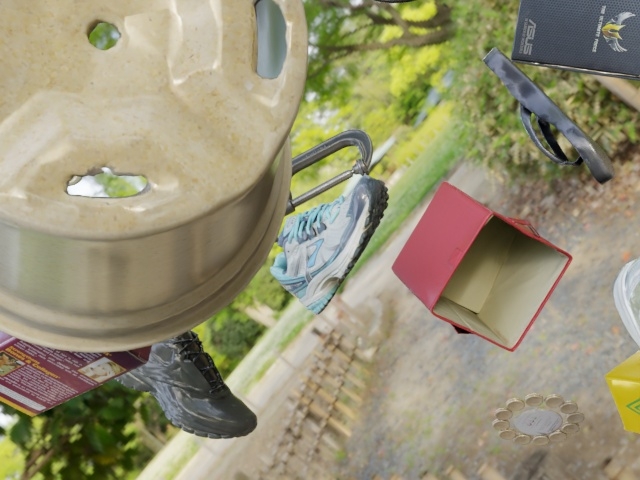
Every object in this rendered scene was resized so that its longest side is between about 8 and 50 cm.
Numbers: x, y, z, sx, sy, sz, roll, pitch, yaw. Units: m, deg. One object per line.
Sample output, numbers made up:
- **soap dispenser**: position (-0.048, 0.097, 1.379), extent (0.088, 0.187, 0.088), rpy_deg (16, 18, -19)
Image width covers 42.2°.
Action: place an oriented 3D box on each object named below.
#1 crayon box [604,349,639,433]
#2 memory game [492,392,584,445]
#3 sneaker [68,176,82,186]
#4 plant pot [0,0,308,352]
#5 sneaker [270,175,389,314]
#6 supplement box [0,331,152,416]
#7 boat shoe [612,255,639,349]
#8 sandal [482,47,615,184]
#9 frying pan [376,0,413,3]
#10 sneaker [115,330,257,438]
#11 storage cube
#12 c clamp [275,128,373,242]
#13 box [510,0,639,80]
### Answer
- **crayon box**: position (0.651, 0.163, 1.173), extent (0.363, 0.106, 0.313), rpy_deg (-27, 11, -25)
- **memory game**: position (0.445, 0.368, 1.699), extent (0.186, 0.186, 0.012), rpy_deg (-50, 23, 39)
- **sneaker**: position (-0.491, -0.125, 1.196), extent (0.331, 0.146, 0.122), rpy_deg (-3, -77, -53)
- **plant pot**: position (-0.150, -0.089, 0.567), extent (0.334, 0.334, 0.305), rpy_deg (-50, 7, -15)
- **sneaker**: position (0.000, 0.000, 1.195), extent (0.110, 0.122, 0.283), rpy_deg (-56, -3, -43)
- **supplement box**: position (-0.262, 0.095, 0.825), extent (0.188, 0.104, 0.080), rpy_deg (-27, 40, 31)
- **boat shoe**: position (0.448, 0.153, 0.936), extent (0.118, 0.320, 0.103), rpy_deg (-23, -16, -4)
- **sandal**: position (0.299, -0.157, 1.105), extent (0.054, 0.254, 0.097), rpy_deg (-47, -35, 19)
- **frying pan**: position (0.055, -0.403, 0.864), extent (0.197, 0.326, 0.053), rpy_deg (-29, 26, 8)
- **sneaker**: position (-0.220, 0.217, 1.349), extent (0.130, 0.286, 0.109), rpy_deg (-63, -13, 13)
- **storage cube**: position (0.263, 0.041, 1.399), extent (0.215, 0.184, 0.193), rpy_deg (-60, 23, 10)
- **c clamp**: position (-0.001, -0.071, 0.992), extent (0.161, 0.022, 0.137), rpy_deg (-31, 36, 2)
- **box**: position (0.309, -0.291, 0.862), extent (0.059, 0.183, 0.232), rpy_deg (-59, -23, -58)
